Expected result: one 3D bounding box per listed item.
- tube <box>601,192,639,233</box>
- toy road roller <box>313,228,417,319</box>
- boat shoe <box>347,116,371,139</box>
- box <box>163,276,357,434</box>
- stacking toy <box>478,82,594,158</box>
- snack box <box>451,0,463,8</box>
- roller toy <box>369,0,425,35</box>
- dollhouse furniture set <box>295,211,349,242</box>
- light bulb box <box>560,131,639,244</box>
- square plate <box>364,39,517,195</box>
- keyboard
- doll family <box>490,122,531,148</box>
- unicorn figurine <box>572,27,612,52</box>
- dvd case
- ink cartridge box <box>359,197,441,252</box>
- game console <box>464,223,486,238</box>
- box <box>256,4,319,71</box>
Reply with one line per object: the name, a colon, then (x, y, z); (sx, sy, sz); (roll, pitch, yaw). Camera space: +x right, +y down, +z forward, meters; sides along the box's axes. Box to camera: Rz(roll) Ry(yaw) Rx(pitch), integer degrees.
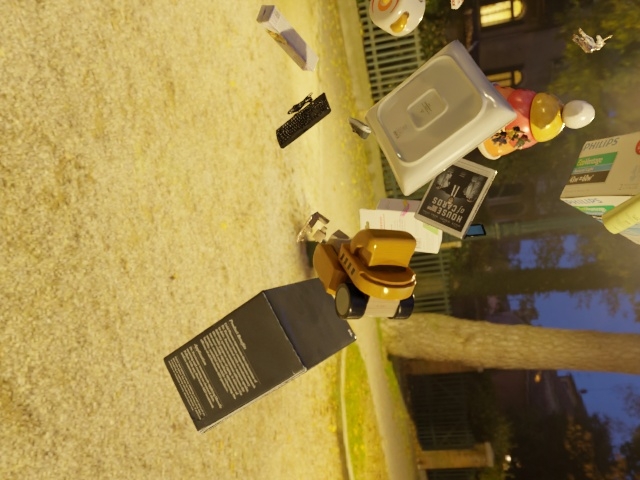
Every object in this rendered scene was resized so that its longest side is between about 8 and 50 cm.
tube: (0.799, -0.096, 1.264); (0.240, 0.070, 0.062); (-44, -118, 50)
toy road roller: (0.134, 0.052, 1.421); (0.330, 0.202, 0.241); (-123, -138, -54)
boat shoe: (0.116, -0.356, 1.656); (0.040, 0.049, 0.142); (-67, -153, 18)
box: (-0.195, 0.384, 1.865); (0.298, 0.471, 0.480); (61, 20, 10)
stacking toy: (0.955, -0.542, 2.325); (0.350, 0.479, 0.351); (-7, 100, -48)
snack box: (0.393, -0.767, 1.514); (0.064, 0.022, 0.178); (-54, 146, -21)
roller toy: (0.290, -0.901, 2.023); (0.146, 0.191, 0.210); (9, 102, -42)
dollhouse furniture set: (0.000, 0.000, 1.821); (0.123, 0.151, 0.144); (-55, 174, 16)
light bulb box: (1.037, -0.151, 1.641); (0.225, 0.360, 0.358); (-64, -169, -2)
square plate: (0.298, -0.347, 1.431); (0.049, 0.344, 0.347); (30, 32, -47)
keyboard: (-0.061, -0.350, 1.484); (0.038, 0.192, 0.100); (22, 43, -52)
doll family: (0.742, -0.426, 2.098); (0.111, 0.192, 0.076); (75, 20, -75)
unicorn figurine: (0.961, -0.713, 1.882); (0.162, 0.111, 0.060); (-52, -177, -31)
dvd case: (0.431, -0.146, 1.693); (0.029, 0.179, 0.239); (24, 93, -60)
ink cartridge box: (0.362, -0.073, 2.362); (0.119, 0.353, 0.207); (-59, 149, -51)
game console: (0.509, -0.057, 1.818); (0.107, 0.071, 0.122); (49, 20, -9)
box: (-0.118, -0.751, 1.967); (0.324, 0.063, 0.067); (30, 79, -55)
